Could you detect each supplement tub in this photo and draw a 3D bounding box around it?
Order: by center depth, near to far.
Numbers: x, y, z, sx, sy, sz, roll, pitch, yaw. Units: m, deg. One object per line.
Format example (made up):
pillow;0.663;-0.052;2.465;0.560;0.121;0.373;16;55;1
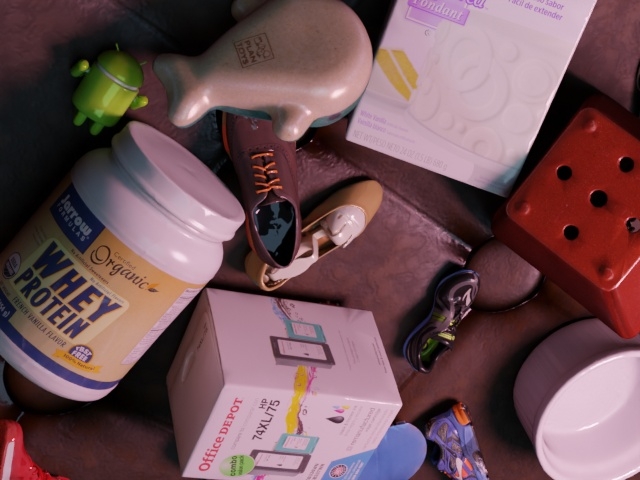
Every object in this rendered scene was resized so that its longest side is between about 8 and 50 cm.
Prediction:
supplement tub;-0.270;0.025;1.545;0.228;0.228;0.316;34;104;-32

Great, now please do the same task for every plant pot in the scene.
plant pot;0.393;-0.046;1.645;0.267;0.267;0.236;-52;162;8

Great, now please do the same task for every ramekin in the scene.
ramekin;0.458;0.263;1.993;0.277;0.135;0.277;-9;122;-14

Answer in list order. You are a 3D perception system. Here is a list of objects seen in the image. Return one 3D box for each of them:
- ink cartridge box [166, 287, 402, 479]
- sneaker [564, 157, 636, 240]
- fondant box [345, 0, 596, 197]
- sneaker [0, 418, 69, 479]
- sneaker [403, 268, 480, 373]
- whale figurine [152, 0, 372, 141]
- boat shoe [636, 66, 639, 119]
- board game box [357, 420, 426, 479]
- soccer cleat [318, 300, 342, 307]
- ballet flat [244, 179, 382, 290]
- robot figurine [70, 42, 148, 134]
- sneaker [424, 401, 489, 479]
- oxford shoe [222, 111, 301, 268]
ink cartridge box;-0.061;0.217;1.733;0.270;0.197;0.198;9;128;-23
sneaker;0.450;-0.054;1.803;0.271;0.108;0.100;-39;158;10
fondant box;0.198;-0.252;1.576;0.238;0.096;0.330;19;112;-3
sneaker;-0.428;0.342;1.780;0.128;0.087;0.221;-5;133;-26
sneaker;0.197;0.128;1.857;0.067;0.078;0.188;20;111;-28
whale figurine;-0.070;-0.208;1.518;0.272;0.216;0.141;-18;160;-9
boat shoe;0.500;-0.213;1.784;0.049;0.042;0.133;-13;121;-9
board game box;0.090;0.350;1.982;0.169;0.033;0.133;-10;127;-6
soccer cleat;-0.004;0.114;1.812;0.083;0.029;0.035;-5;130;-13
ballet flat;0.000;0.000;1.717;0.232;0.073;0.080;-34;125;2
robot figurine;-0.269;-0.191;1.514;0.101;0.067;0.115;30;106;-22
sneaker;0.230;0.367;2.021;0.087;0.083;0.221;-16;119;6
oxford shoe;-0.068;-0.093;1.603;0.097;0.098;0.271;-15;107;-7
